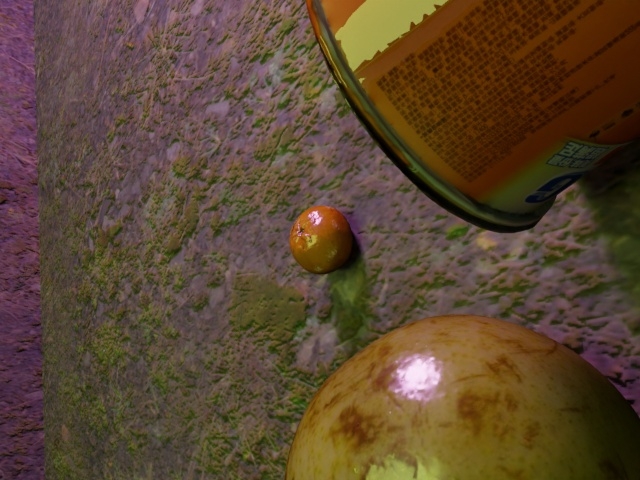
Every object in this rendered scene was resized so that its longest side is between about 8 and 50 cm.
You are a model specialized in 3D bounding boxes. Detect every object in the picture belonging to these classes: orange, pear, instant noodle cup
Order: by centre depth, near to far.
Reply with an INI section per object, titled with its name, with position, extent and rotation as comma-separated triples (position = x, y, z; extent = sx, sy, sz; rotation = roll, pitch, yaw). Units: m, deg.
[instant noodle cup]
position = 0.160, -0.178, 0.493
extent = 0.214, 0.296, 0.296
rotation = -31, 63, 40
[pear]
position = 0.110, 0.194, 0.540
extent = 0.283, 0.283, 0.284
rotation = -4, 85, 55
[orange]
position = 0.000, 0.000, 0.866
extent = 0.083, 0.070, 0.083
rotation = -14, 73, 52
